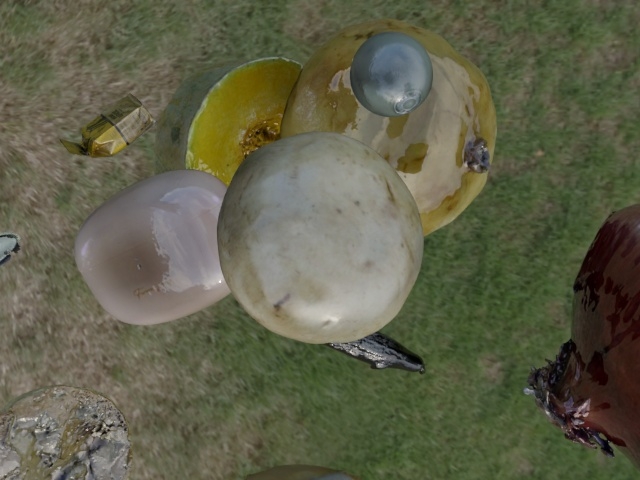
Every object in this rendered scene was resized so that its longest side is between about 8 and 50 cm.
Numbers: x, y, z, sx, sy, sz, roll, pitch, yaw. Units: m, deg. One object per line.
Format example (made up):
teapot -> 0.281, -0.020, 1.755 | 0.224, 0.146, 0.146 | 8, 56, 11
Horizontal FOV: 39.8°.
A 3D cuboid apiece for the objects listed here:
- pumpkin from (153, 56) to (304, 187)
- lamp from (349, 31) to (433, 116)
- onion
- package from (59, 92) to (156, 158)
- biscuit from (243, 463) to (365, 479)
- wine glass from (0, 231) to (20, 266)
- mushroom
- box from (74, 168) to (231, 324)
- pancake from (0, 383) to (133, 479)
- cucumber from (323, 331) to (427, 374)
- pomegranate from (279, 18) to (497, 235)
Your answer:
pumpkin -> -0.136, -0.143, 1.495 | 0.332, 0.199, 0.332 | -10, 106, -40
lamp -> 0.087, -0.201, 1.077 | 0.105, 0.105, 0.105 | -3, 99, -22
onion -> 0.353, 0.136, 0.904 | 0.285, 0.347, 0.348 | -20, 106, 6
package -> -0.310, -0.158, 1.296 | 0.131, 0.071, 0.047 | -39, 127, -13
biscuit -> -0.003, 0.231, 0.387 | 0.259, 0.079, 0.259 | 6, 82, -58
wine glass -> -0.567, -0.090, 1.259 | 0.143, 0.143, 0.321 | -32, 81, -15
mushroom -> 0.000, 0.000, 0.671 | 0.166, 0.127, 0.166 | 8, 67, -20
box -> -0.160, 0.009, 0.903 | 0.146, 0.200, 0.088 | 62, 30, -11
pancake -> -0.542, 0.453, 1.738 | 0.386, 0.082, 0.387 | -17, 120, -34
cucumber -> 0.057, 0.115, 0.928 | 0.163, 0.043, 0.039 | 26, 77, -25
pomegranate -> 0.108, -0.161, 1.330 | 0.332, 0.332, 0.333 | -3, 99, -22
